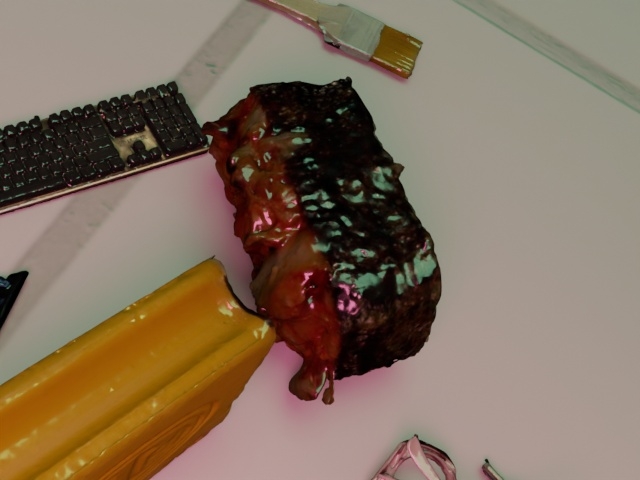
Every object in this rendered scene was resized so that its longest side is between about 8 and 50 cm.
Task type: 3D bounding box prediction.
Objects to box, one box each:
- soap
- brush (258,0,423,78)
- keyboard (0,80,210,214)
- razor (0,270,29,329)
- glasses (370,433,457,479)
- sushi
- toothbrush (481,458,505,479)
[{"bbox_3d":[-0.193,0.162,0.790,0.096,0.204,0.324,46,52,12],"label":"soap"},{"bbox_3d":[-0.027,-0.302,1.276,0.336,0.020,0.085,25,53,-4],"label":"brush"},{"bbox_3d":[-0.271,-0.097,1.037,0.317,0.027,0.106,-22,69,-31],"label":"keyboard"},{"bbox_3d":[-0.402,0.010,0.905,0.253,0.042,0.082,23,54,-6],"label":"razor"},{"bbox_3d":[0.140,0.290,0.912,0.255,0.095,0.162,25,72,-3],"label":"glasses"},{"bbox_3d":[0.000,0.000,1.001,0.181,0.196,0.343,-14,58,-8],"label":"sushi"},{"bbox_3d":[0.265,0.330,0.976,0.028,0.026,0.294,-36,77,-20],"label":"toothbrush"}]
